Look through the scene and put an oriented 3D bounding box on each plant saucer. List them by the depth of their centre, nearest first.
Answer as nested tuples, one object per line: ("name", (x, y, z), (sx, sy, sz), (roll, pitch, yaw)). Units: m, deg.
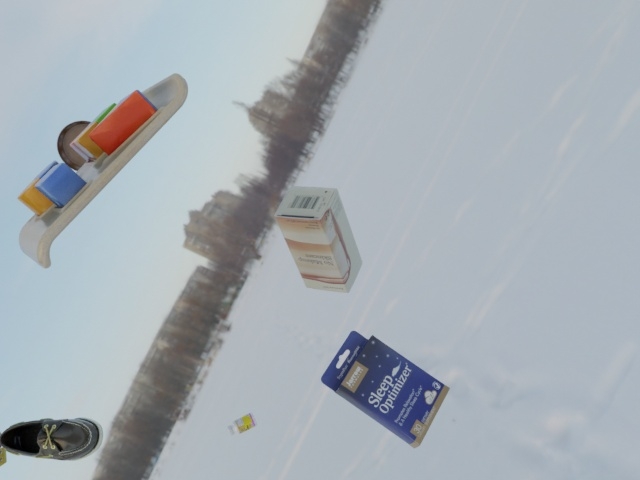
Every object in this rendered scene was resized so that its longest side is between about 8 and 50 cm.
("plant saucer", (-0.739, -0.297, 2.034), (0.168, 0.169, 0.029), (-63, 17, 16))

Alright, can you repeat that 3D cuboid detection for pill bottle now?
("pill bottle", (-0.234, 0.548, 1.918), (0.083, 0.043, 0.043), (-23, -7, -14))

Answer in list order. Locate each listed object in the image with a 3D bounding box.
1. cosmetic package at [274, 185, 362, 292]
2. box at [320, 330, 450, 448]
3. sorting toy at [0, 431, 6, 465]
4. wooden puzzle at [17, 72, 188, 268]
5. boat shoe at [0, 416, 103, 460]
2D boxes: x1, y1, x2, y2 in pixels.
("cosmetic package", (0.000, 0.000, 1.810), (0.129, 0.153, 0.296), (-63, -35, -37))
("box", (0.126, 0.284, 1.266), (0.136, 0.225, 0.036), (-54, -7, -29))
("sorting toy", (-0.843, 0.519, 1.592), (0.275, 0.046, 0.132), (18, 60, 42))
("wooden puzzle", (-0.382, -0.127, 1.050), (0.347, 0.080, 0.322), (-56, 26, -15))
("boat shoe", (-0.525, 0.387, 1.254), (0.069, 0.228, 0.081), (30, -127, -58))
